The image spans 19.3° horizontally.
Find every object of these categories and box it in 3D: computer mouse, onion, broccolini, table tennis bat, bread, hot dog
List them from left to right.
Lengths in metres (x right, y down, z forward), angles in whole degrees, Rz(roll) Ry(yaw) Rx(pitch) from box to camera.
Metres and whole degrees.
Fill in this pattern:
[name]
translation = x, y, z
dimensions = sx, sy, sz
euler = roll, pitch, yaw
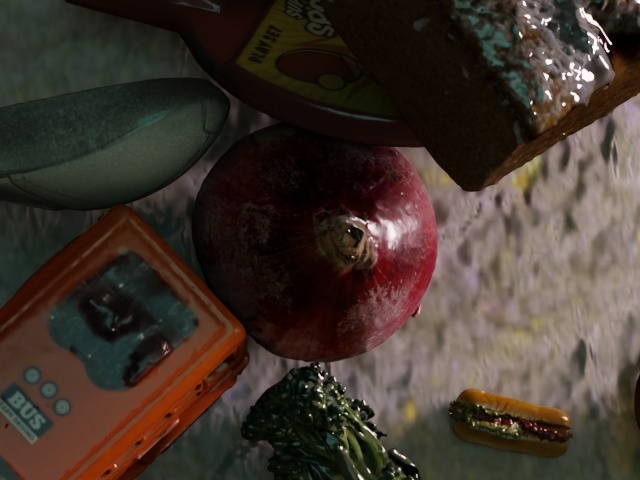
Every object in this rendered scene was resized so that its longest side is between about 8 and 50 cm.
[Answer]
[computer mouse]
translation = -0.161, -0.049, 1.162
dimensions = 0.229, 0.113, 0.068
euler = -9, 85, 21
[table tennis bat]
translation = -0.014, -0.132, 1.210
dimensions = 0.310, 0.038, 0.200
euler = 16, 35, 5
[onion]
translation = 0.000, 0.000, 1.153
dimensions = 0.159, 0.195, 0.159
euler = 0, 92, -7
[broccolini]
translation = 0.114, 0.220, 1.179
dimensions = 0.392, 0.074, 0.079
euler = 39, 85, 4
[hot dog]
translation = 0.124, 0.119, 1.229
dimensions = 0.083, 0.021, 0.037
euler = 10, 77, -5
[bread]
translation = 0.202, -0.186, 1.183
dimensions = 0.416, 0.113, 0.165
euler = -30, 78, -35

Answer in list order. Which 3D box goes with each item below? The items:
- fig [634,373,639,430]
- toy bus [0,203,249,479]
[fig]
translation = 0.266, 0.132, 1.205
dimensions = 0.109, 0.103, 0.155
euler = -17, 92, 28
[toy bus]
translation = -0.199, 0.132, 1.128
dimensions = 0.329, 0.153, 0.143
euler = -42, 87, -12
